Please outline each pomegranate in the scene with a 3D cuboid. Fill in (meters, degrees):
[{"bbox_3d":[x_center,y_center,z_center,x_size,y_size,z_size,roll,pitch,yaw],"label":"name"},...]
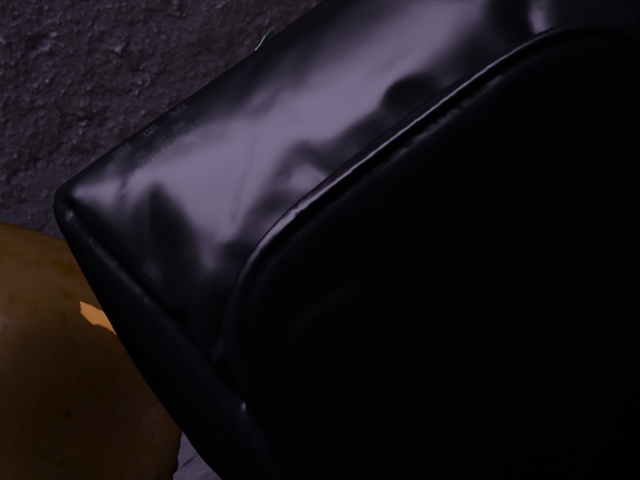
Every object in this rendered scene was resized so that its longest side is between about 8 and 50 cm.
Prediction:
[{"bbox_3d":[-0.235,0.145,1.169,0.342,0.342,0.342,-34,8,5],"label":"pomegranate"}]

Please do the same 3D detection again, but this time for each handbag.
[{"bbox_3d":[0.059,0.001,0.766,0.302,0.275,0.178,-35,-36,-5],"label":"handbag"}]

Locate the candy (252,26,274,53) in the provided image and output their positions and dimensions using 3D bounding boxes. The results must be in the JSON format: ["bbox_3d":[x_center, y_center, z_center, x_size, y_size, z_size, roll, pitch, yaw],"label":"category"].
[{"bbox_3d":[-0.124,-0.005,1.671,0.398,0.172,0.263,-59,-10,-14],"label":"candy"}]
